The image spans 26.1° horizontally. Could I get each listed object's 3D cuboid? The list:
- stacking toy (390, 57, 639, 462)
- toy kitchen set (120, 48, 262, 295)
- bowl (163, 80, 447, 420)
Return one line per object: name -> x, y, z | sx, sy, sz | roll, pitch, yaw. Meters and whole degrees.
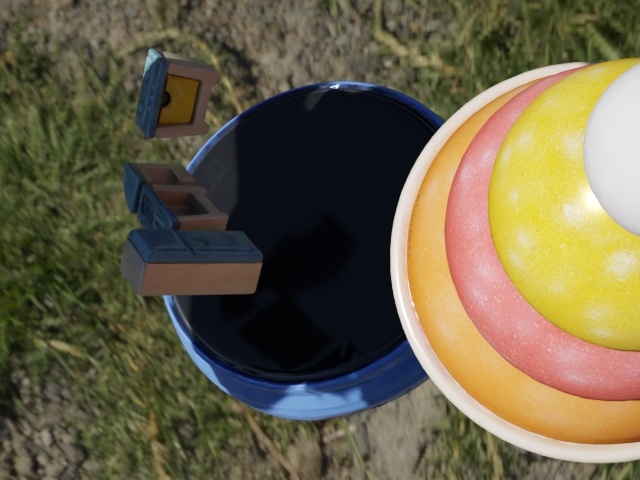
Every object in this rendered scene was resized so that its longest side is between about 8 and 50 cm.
stacking toy -> 0.225, -0.013, 1.003 | 0.351, 0.480, 0.350 | 0, 82, 3
toy kitchen set -> -0.140, -0.069, 1.316 | 0.122, 0.166, 0.207 | -1, 28, -31
bowl -> 0.000, 0.000, 1.519 | 0.391, 0.077, 0.391 | -8, 64, 17
